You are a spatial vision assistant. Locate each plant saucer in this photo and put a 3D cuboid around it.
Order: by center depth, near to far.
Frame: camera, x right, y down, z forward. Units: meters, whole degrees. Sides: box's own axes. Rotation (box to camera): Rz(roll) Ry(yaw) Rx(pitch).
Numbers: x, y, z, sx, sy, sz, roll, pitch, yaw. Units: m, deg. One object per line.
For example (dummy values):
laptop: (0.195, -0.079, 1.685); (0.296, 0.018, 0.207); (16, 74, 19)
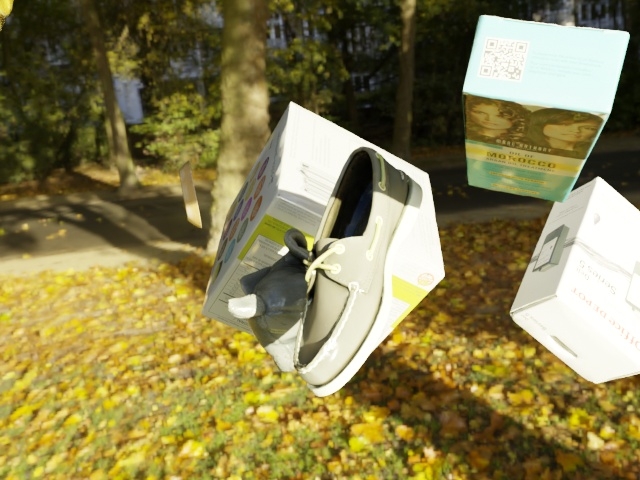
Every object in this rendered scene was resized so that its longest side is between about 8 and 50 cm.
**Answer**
plant saucer: (-0.158, -0.054, 0.793); (0.015, 0.083, 0.083); (-11, 12, -11)

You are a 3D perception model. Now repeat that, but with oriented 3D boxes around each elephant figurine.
elephant figurine: (-0.038, 0.068, 0.992); (0.170, 0.186, 0.239); (-14, 37, 0)

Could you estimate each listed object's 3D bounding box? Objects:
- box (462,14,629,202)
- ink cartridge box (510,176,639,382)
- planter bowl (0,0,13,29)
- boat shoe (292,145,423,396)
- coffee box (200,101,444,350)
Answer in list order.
box: (0.178, -0.097, 0.556); (0.101, 0.060, 0.244); (13, -7, 16)
ink cartridge box: (0.458, 0.065, 1.091); (0.272, 0.198, 0.115); (-57, 10, -32)
planter bowl: (-0.225, -0.169, 0.354); (0.091, 0.217, 0.217); (-7, 12, -11)
boat shoe: (0.028, 0.023, 0.736); (0.109, 0.091, 0.304); (-19, 38, 45)
coffee box: (0.000, 0.000, 1.326); (0.338, 0.334, 0.337); (25, 36, -16)
